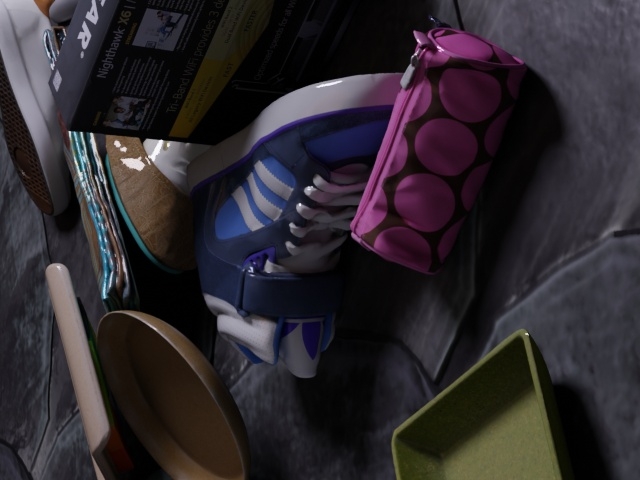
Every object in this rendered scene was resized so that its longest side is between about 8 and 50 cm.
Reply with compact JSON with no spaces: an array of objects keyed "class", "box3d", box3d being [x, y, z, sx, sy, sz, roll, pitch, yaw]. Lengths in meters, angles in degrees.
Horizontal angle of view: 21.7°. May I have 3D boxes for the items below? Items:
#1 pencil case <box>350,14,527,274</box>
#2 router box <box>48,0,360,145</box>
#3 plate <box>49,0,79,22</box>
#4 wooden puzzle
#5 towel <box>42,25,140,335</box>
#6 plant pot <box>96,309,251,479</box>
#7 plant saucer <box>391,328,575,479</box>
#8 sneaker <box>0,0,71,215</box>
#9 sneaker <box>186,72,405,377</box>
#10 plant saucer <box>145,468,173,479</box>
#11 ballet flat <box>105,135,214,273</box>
[{"class":"pencil case","box3d":[0.091,-0.074,1.394,0.095,0.098,0.209,48,127,49]},{"class":"router box","box3d":[-0.091,-0.231,1.570,0.309,0.242,0.081,-62,39,33]},{"class":"plate","box3d":[-0.291,-0.428,2.103,0.277,0.045,0.278,-1,85,59]},{"class":"wooden puzzle","box3d":[-0.252,0.164,1.856,0.239,0.044,0.221,96,158,-64]},{"class":"towel","box3d":[-0.258,-0.024,1.904,0.271,0.040,0.370,95,160,-59]},{"class":"plant pot","box3d":[-0.146,0.168,1.722,0.236,0.032,0.236,36,145,31]},{"class":"plant saucer","box3d":[0.138,0.195,1.311,0.188,0.045,0.188,-45,42,41]},{"class":"sneaker","box3d":[-0.341,-0.178,2.121,0.106,0.123,0.290,14,120,54]},{"class":"sneaker","box3d":[-0.001,0.000,1.528,0.322,0.130,0.236,-25,75,50]},{"class":"plant saucer","box3d":[-0.187,0.351,1.853,0.195,0.037,0.195,-10,79,57]},{"class":"ballet flat","box3d":[-0.178,-0.120,1.849,0.124,0.116,0.342,-43,44,21]}]
